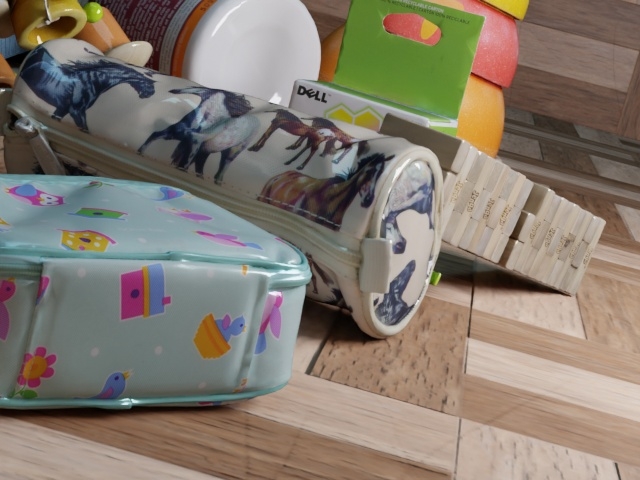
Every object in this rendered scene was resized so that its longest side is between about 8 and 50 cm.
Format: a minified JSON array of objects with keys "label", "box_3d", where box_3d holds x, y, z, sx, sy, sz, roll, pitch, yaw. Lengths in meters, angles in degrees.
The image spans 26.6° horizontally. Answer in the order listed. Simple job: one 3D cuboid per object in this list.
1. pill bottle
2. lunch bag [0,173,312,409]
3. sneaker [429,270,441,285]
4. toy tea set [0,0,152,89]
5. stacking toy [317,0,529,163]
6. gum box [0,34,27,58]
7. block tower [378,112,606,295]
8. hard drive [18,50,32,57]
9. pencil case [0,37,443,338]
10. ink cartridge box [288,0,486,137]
[{"label":"pill bottle","box_3d":[-0.203,-0.286,1.920,0.224,0.224,0.392,3,17,-44]},{"label":"lunch bag","box_3d":[-0.166,0.019,0.861,0.279,0.107,0.224,4,16,-38]},{"label":"sneaker","box_3d":[0.000,0.000,1.261,0.235,0.084,0.097,25,-1,26]},{"label":"toy tea set","box_3d":[-0.303,-0.147,1.269,0.336,0.124,0.200,-20,-12,-25]},{"label":"stacking toy","box_3d":[0.192,-0.361,2.028,0.351,0.479,0.350,23,10,-4]},{"label":"gum box","box_3d":[-0.493,-0.333,2.079,0.157,0.041,0.184,25,35,28]},{"label":"block tower","box_3d":[0.164,-0.028,1.328,0.097,0.091,0.335,26,3,36]},{"label":"hard drive","box_3d":[-0.421,-0.325,2.240,0.172,0.054,0.255,19,14,17]},{"label":"pencil case","box_3d":[-0.086,-0.051,1.153,0.410,0.159,0.183,20,26,25]},{"label":"ink cartridge box","box_3d":[0.067,-0.168,1.620,0.189,0.255,0.097,20,13,26]}]
